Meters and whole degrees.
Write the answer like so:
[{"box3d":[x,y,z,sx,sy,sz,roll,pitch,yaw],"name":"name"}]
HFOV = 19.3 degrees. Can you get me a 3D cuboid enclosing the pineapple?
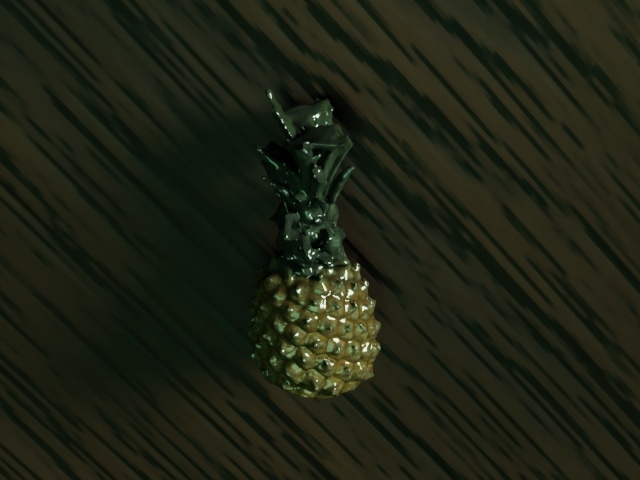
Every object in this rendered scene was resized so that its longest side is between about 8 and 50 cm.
[{"box3d":[0.000,0.000,0.747,0.058,0.058,0.124,6,119,3],"name":"pineapple"}]
